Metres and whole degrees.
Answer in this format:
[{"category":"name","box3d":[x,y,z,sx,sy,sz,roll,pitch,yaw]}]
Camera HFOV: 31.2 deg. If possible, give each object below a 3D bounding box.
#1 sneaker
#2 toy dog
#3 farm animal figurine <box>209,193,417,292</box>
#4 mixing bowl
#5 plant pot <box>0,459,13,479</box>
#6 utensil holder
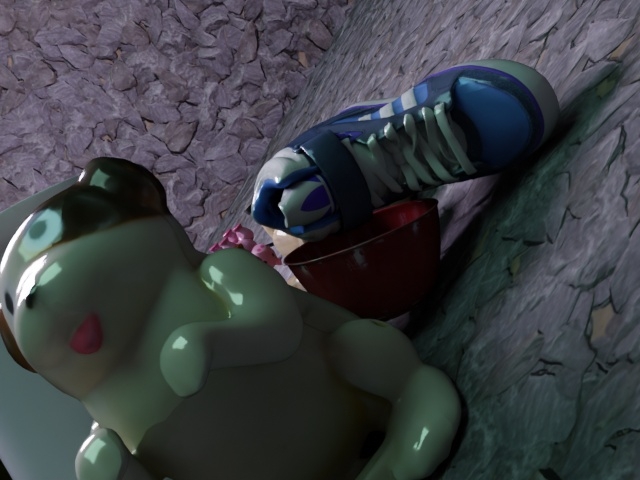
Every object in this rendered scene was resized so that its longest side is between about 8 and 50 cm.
[{"category":"sneaker","box3d":[0.069,-0.074,1.207,0.322,0.130,0.236,-6,27,47]},{"category":"toy dog","box3d":[-0.108,0.095,1.091,0.285,0.407,0.395,-52,13,27]},{"category":"farm animal figurine","box3d":[0.000,0.000,1.562,0.326,0.172,0.330,-39,11,25]},{"category":"mixing bowl","box3d":[0.060,0.032,1.255,0.181,0.098,0.181,-21,9,4]},{"category":"plant pot","box3d":[-0.390,0.415,1.639,0.367,0.366,0.353,-62,-7,-21]},{"category":"utensil holder","box3d":[-0.249,0.157,1.357,0.327,0.386,0.327,-32,-5,-3]}]
